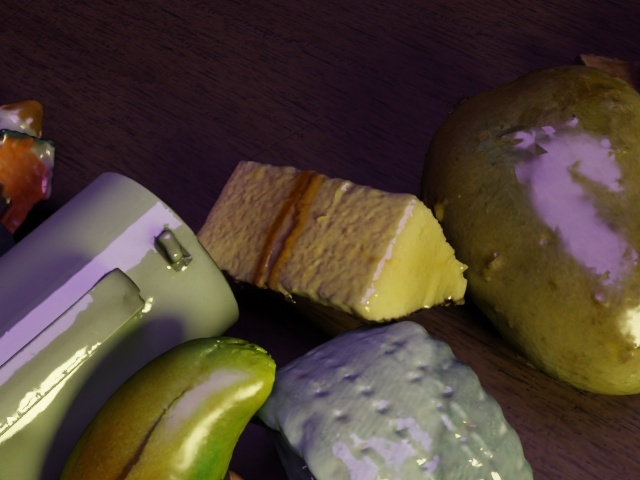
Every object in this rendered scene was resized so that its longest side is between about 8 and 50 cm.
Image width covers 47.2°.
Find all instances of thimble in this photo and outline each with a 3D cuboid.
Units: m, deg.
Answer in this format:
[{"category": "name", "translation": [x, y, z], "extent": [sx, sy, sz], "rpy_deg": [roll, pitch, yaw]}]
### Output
[{"category": "thimble", "translation": [0.047, 0.185, 0.635], "extent": [0.172, 0.205, 0.250], "rpy_deg": [-25, 39, -19]}]

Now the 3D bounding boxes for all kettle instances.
[{"category": "kettle", "translation": [-0.237, 0.112, 0.666], "extent": [0.265, 0.205, 0.318], "rpy_deg": [19, 53, 45]}]

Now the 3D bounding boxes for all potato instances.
[{"category": "potato", "translation": [0.243, -0.012, 0.765], "extent": [0.269, 0.219, 0.359], "rpy_deg": [-16, 62, 12]}]

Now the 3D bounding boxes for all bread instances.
[{"category": "bread", "translation": [0.000, 0.000, 0.741], "extent": [0.266, 0.142, 0.178], "rpy_deg": [13, 27, 39]}]

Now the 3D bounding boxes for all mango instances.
[{"category": "mango", "translation": [-0.126, 0.168, 0.580], "extent": [0.233, 0.111, 0.125], "rpy_deg": [-42, 61, 12]}]

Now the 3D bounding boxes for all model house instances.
[{"category": "model house", "translation": [-0.426, -0.096, 0.809], "extent": [0.271, 0.190, 0.301], "rpy_deg": [-3, 41, 30]}]

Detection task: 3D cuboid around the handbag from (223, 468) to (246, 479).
[{"category": "handbag", "translation": [-0.084, 0.289, 0.581], "extent": [0.072, 0.151, 0.193], "rpy_deg": [34, 33, -27]}]

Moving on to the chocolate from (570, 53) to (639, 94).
[{"category": "chocolate", "translation": [0.397, -0.086, 0.896], "extent": [0.111, 0.112, 0.321], "rpy_deg": [-3, 54, -14]}]
